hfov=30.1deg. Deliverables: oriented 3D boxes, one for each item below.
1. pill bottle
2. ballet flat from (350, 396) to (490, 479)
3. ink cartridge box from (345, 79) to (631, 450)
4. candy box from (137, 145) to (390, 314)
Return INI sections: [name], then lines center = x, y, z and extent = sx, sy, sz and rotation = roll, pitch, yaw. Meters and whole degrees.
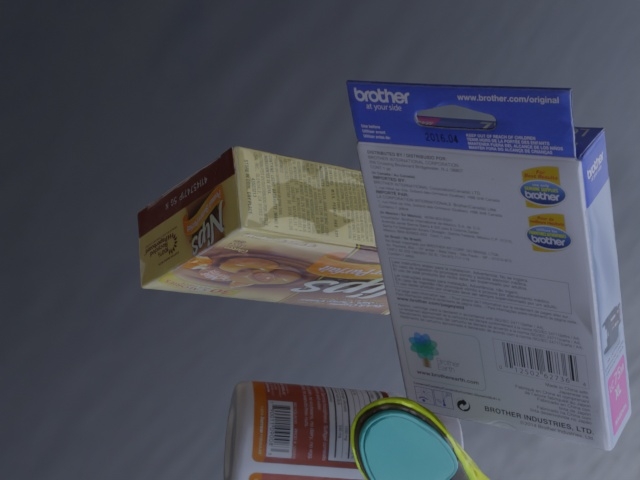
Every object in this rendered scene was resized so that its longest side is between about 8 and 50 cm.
[pill bottle]
center = 0.020, 0.202, 1.136
extent = 0.216, 0.121, 0.121
rotation = 6, 131, -9
[ballet flat]
center = 0.091, 0.190, 0.979
extent = 0.077, 0.077, 0.231
rotation = -35, 121, 11
[ink cartridge box]
center = 0.134, 0.011, 0.923
extent = 0.065, 0.185, 0.311
rotation = -46, 132, -42
[candy box]
center = 0.000, 0.000, 1.184
extent = 0.316, 0.088, 0.183
rotation = 8, 158, -37
